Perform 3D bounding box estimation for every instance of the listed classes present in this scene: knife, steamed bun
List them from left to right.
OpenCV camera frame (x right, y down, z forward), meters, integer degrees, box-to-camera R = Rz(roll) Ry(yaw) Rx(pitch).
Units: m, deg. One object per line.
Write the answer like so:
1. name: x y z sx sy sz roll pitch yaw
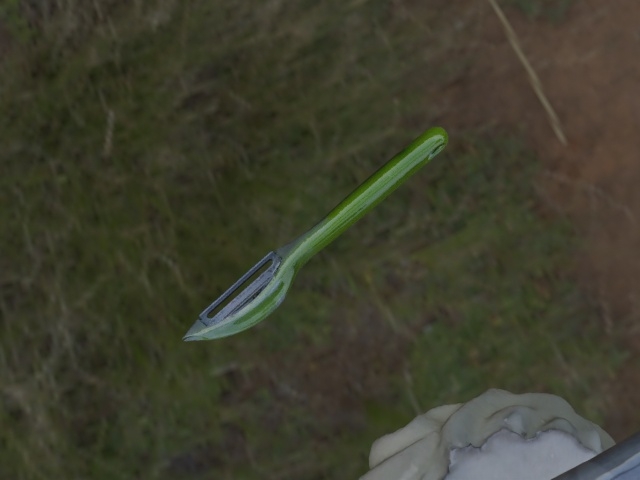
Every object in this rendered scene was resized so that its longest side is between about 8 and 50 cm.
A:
1. knife: 0.000 0.000 1.044 0.184 0.026 0.022 -41 168 -6
2. steamed bun: 0.089 0.164 1.050 0.182 0.106 0.183 -2 94 -26

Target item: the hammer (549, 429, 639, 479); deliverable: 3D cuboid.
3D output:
1. hammer: 0.260 0.057 0.940 0.427 0.044 0.152 -31 135 -11
